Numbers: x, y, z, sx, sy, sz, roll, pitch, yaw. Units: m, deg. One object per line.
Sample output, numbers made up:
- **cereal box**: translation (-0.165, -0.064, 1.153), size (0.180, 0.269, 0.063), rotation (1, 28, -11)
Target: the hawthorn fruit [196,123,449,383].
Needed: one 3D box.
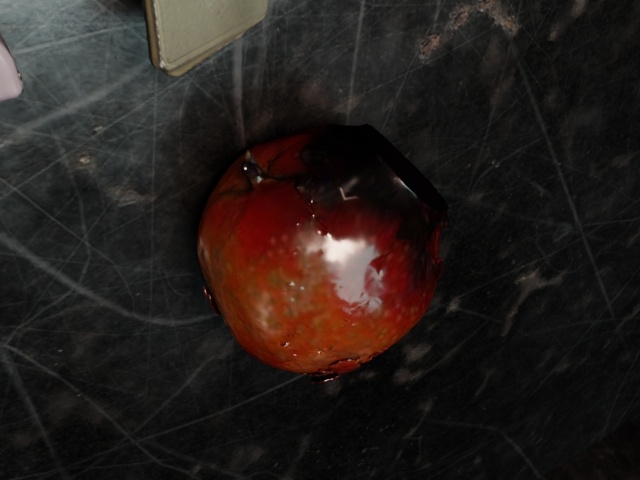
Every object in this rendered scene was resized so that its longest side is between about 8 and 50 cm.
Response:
- **hawthorn fruit**: translation (0.011, 0.008, 0.835), size (0.316, 0.316, 0.315), rotation (-20, 132, -23)

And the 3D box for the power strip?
- **power strip**: translation (-0.119, -0.281, 0.649), size (0.198, 0.065, 0.213), rotation (-51, 150, -49)

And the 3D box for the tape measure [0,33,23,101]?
- **tape measure**: translation (-0.351, -0.179, 0.557), size (0.196, 0.105, 0.178), rotation (-15, 138, -25)
